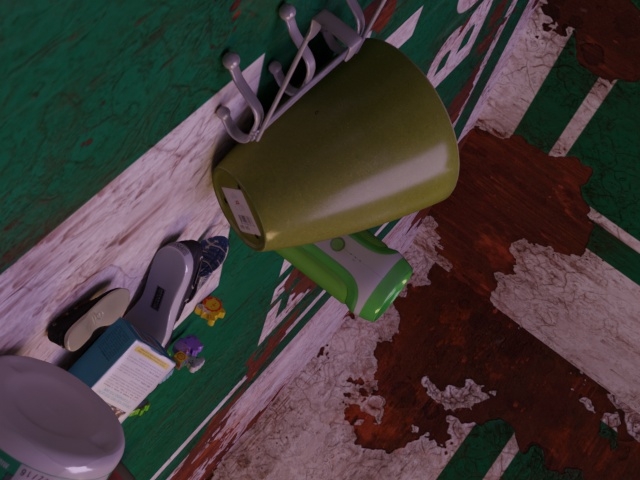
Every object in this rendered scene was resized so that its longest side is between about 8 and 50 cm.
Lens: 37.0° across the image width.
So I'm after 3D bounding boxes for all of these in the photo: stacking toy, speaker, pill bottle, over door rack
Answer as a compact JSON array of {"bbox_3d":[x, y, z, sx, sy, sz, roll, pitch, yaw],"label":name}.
[{"bbox_3d":[-0.273,0.214,1.757,0.221,0.052,0.167,-38,160,-47],"label":"stacking toy"},{"bbox_3d":[0.000,0.000,1.539,0.131,0.296,0.131,-50,169,-14],"label":"speaker"},{"bbox_3d":[-0.409,0.334,1.148,0.361,0.204,0.204,-56,169,12],"label":"pill bottle"},{"bbox_3d":[0.006,-0.264,1.161,0.239,0.108,0.324,-46,-172,-28],"label":"over door rack"}]

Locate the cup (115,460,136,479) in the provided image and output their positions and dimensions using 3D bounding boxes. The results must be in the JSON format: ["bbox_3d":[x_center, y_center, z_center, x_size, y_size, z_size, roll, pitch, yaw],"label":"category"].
[{"bbox_3d":[-0.437,0.642,1.925,0.331,0.237,0.331,-50,168,-14],"label":"cup"}]

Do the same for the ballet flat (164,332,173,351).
[{"bbox_3d":[-0.290,0.204,1.570,0.074,0.074,0.203,-40,159,-50],"label":"ballet flat"}]

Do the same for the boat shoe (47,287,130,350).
[{"bbox_3d":[-0.305,0.098,1.269,0.133,0.042,0.049,-42,140,-47],"label":"boat shoe"}]

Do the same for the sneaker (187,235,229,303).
[{"bbox_3d":[-0.192,0.039,1.553,0.135,0.052,0.058,-49,-179,20],"label":"sneaker"}]

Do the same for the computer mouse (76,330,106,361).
[{"bbox_3d":[-0.366,0.218,1.410,0.242,0.041,0.071,-44,144,-5],"label":"computer mouse"}]

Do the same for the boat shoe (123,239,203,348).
[{"bbox_3d":[-0.237,0.091,1.453,0.076,0.080,0.228,-31,148,-59],"label":"boat shoe"}]

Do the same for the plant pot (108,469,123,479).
[{"bbox_3d":[-0.407,0.481,1.533,0.243,0.275,0.275,-36,164,-21],"label":"plant pot"}]

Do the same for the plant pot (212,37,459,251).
[{"bbox_3d":[0.002,-0.110,1.394,0.293,0.275,0.275,-31,161,-23],"label":"plant pot"}]

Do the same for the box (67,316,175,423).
[{"bbox_3d":[-0.330,0.232,1.371,0.244,0.060,0.100,-46,139,-2],"label":"box"}]
